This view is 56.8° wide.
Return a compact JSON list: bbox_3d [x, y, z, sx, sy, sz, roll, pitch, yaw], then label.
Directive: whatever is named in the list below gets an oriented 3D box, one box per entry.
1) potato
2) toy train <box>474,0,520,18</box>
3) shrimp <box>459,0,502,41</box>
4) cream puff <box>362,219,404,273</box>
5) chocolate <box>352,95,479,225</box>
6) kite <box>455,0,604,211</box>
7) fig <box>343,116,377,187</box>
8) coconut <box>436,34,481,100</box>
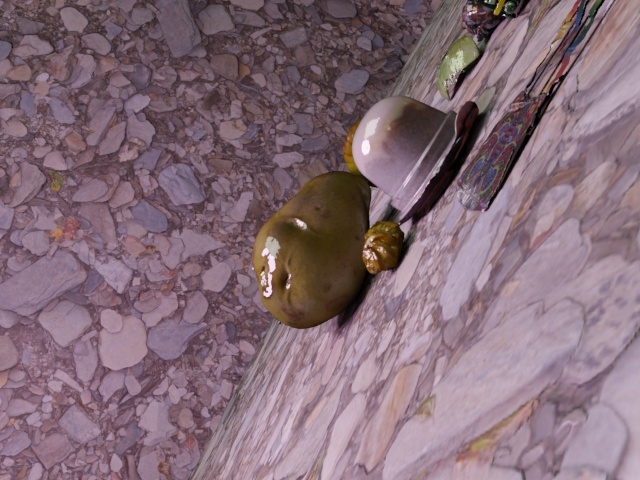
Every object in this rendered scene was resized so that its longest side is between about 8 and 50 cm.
[{"bbox_3d":[-0.004,-0.001,1.081,0.351,0.202,0.218,-63,5,-34],"label":"potato"},{"bbox_3d":[0.304,-0.416,0.991,0.122,0.081,0.050,-65,0,-48],"label":"toy train"},{"bbox_3d":[0.304,-0.429,1.142,0.233,0.079,0.090,-66,-32,-75],"label":"shrimp"},{"bbox_3d":[0.090,0.010,0.871,0.083,0.058,0.083,-64,3,-18],"label":"cream puff"},{"bbox_3d":[0.125,-0.143,0.883,0.221,0.147,0.221,-57,6,9],"label":"chocolate"},{"bbox_3d":[0.229,-0.157,0.631,0.286,0.015,0.152,-63,6,17],"label":"kite"},{"bbox_3d":[0.120,-0.161,1.133,0.151,0.151,0.259,-60,10,16],"label":"fig"},{"bbox_3d":[0.265,-0.345,1.168,0.133,0.055,0.158,-59,3,5],"label":"coconut"}]
